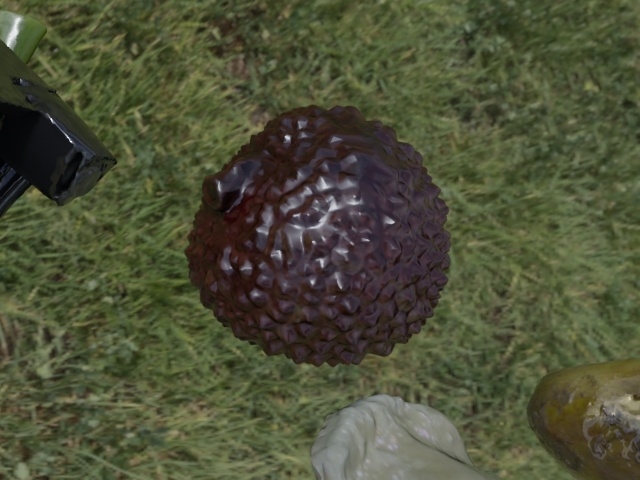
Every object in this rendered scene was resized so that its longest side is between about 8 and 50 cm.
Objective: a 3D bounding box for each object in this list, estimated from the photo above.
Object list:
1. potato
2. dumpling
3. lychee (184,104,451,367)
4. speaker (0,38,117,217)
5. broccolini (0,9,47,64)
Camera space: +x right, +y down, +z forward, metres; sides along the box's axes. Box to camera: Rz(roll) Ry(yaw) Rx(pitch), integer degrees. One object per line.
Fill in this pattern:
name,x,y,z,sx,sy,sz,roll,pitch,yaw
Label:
potato,0.401,0.249,1.374,0.266,0.229,0.229,6,71,11
dumpling,0.047,0.132,0.406,0.118,0.136,0.199,-25,118,6
lychee,0.000,0.000,1.208,0.330,0.306,0.306,36,61,-33
speaker,-0.241,-0.060,0.356,0.254,0.232,0.184,44,97,7
broccolini,-0.298,0.020,0.694,0.074,0.079,0.392,27,84,3
